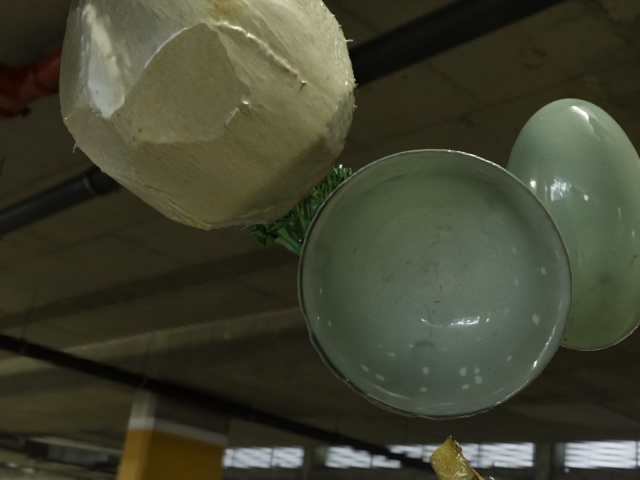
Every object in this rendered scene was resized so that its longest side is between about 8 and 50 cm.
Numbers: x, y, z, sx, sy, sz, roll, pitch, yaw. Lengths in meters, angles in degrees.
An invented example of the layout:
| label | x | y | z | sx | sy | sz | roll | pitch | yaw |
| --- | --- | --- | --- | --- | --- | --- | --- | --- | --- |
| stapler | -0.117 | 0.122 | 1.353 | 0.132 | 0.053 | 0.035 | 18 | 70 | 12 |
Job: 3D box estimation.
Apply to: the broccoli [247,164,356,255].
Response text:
| label | x | y | z | sx | sy | sz | roll | pitch | yaw |
| --- | --- | --- | --- | --- | --- | --- | --- | --- | --- |
| broccoli | 0.000 | 0.000 | 1.371 | 0.194 | 0.194 | 0.219 | 2 | -16 | 14 |

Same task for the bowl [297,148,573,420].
| label | x | y | z | sx | sy | sz | roll | pitch | yaw |
| --- | --- | --- | --- | --- | --- | --- | --- | --- | --- |
| bowl | 0.136 | 0.041 | 1.121 | 0.313 | 0.313 | 0.146 | 4 | 11 | 8 |

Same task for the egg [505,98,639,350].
| label | x | y | z | sx | sy | sz | roll | pitch | yaw |
| --- | --- | --- | --- | --- | --- | --- | --- | --- | --- |
| egg | 0.377 | -0.024 | 1.371 | 0.230 | 0.371 | 0.230 | -6 | 0 | 0 |

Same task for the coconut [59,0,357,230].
| label | x | y | z | sx | sy | sz | roll | pitch | yaw |
| --- | --- | --- | --- | --- | --- | --- | --- | --- | --- |
| coconut | -0.069 | -0.094 | 0.530 | 0.162 | 0.161 | 0.161 | 35 | -32 | -32 |

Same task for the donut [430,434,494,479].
| label | x | y | z | sx | sy | sz | roll | pitch | yaw |
| --- | --- | --- | --- | --- | --- | --- | --- | --- | --- |
| donut | 0.242 | 0.405 | 1.544 | 0.181 | 0.078 | 0.146 | 51 | 2 | -25 |
